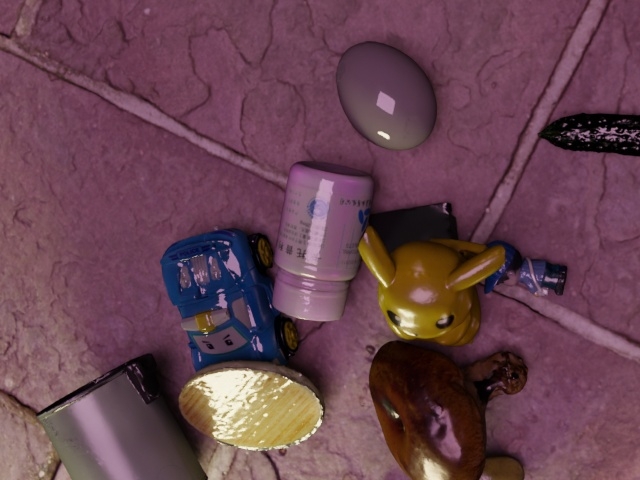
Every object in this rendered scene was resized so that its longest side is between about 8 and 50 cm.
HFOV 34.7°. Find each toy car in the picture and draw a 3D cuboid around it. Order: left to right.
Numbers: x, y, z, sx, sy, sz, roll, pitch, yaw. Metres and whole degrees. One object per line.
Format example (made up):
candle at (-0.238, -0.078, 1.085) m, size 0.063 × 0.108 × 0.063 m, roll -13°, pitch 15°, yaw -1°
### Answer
toy car at (-0.169, 0.133, 1.822) m, size 0.198 × 0.166 × 0.314 m, roll -13°, pitch 96°, yaw 21°

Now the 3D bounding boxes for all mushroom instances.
mushroom at (0.204, 0.305, 1.735) m, size 0.255 × 0.267 × 0.267 m, roll 11°, pitch 104°, yaw -14°

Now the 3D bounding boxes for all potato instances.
potato at (0.269, 0.439, 1.794) m, size 0.105 × 0.085 × 0.188 m, roll 33°, pitch 114°, yaw -24°

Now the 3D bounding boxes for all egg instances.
egg at (0.107, -0.239, 1.687) m, size 0.146 × 0.146 × 0.198 m, roll -34°, pitch 83°, yaw 18°

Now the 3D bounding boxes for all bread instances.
bread at (-0.122, 0.291, 1.829) m, size 0.267 × 0.040 × 0.267 m, roll 2°, pitch 137°, yaw 2°

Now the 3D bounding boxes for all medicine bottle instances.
medicine bottle at (0.000, 0.000, 1.754) m, size 0.152 × 0.152 × 0.254 m, roll 13°, pitch 100°, yaw 13°

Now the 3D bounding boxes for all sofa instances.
sofa at (0.161, -0.013, 1.766) m, size 0.147 × 0.060 × 0.085 m, roll -10°, pitch 80°, yaw 16°

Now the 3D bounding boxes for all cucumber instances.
cucumber at (0.498, -0.165, 1.633) m, size 0.300 × 0.072 × 0.072 m, roll 7°, pitch 101°, yaw 14°

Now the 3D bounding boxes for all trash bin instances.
trash bin at (-0.365, 0.379, 1.885) m, size 0.277 × 0.217 × 0.262 m, roll -29°, pitch 91°, yaw 26°

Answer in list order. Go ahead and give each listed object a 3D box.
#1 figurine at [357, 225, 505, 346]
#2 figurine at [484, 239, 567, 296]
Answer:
figurine at (0.185, 0.079, 1.638) m, size 0.218 × 0.327 × 0.169 m, roll 4°, pitch 80°, yaw 12°
figurine at (0.335, 0.052, 1.713) m, size 0.149 × 0.086 × 0.087 m, roll 10°, pitch 133°, yaw 10°
